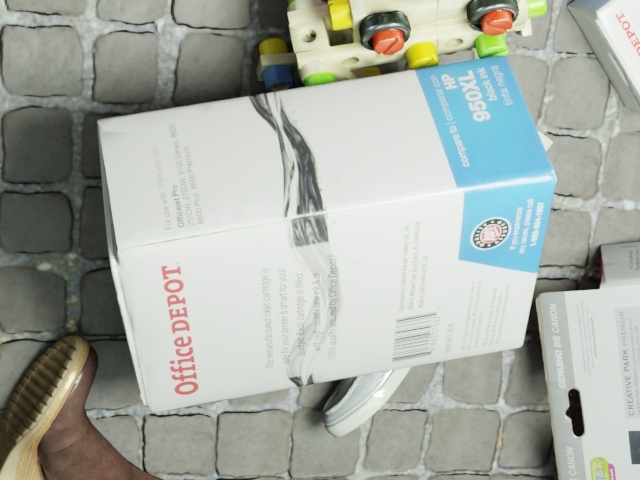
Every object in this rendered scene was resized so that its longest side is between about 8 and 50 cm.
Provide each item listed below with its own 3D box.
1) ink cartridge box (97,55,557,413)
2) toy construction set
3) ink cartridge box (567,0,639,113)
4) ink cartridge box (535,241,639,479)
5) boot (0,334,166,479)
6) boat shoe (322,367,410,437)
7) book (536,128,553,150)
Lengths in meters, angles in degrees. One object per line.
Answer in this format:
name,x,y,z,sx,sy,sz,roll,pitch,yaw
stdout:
ink cartridge box,0.000,0.000,1.309,0.395,0.166,0.285,-10,144,-7
toy construction set,0.096,-0.204,1.339,0.328,0.215,0.151,-24,70,-7
ink cartridge box,0.391,-0.248,1.457,0.203,0.086,0.148,-36,111,-1
ink cartridge box,0.398,0.161,1.542,0.272,0.130,0.309,-4,110,14
boot,-0.241,0.234,1.458,0.207,0.090,0.248,23,99,-32
boat shoe,0.064,0.109,1.494,0.081,0.079,0.227,39,89,-13
book,0.175,-0.078,1.486,0.096,0.035,0.144,34,94,-26
